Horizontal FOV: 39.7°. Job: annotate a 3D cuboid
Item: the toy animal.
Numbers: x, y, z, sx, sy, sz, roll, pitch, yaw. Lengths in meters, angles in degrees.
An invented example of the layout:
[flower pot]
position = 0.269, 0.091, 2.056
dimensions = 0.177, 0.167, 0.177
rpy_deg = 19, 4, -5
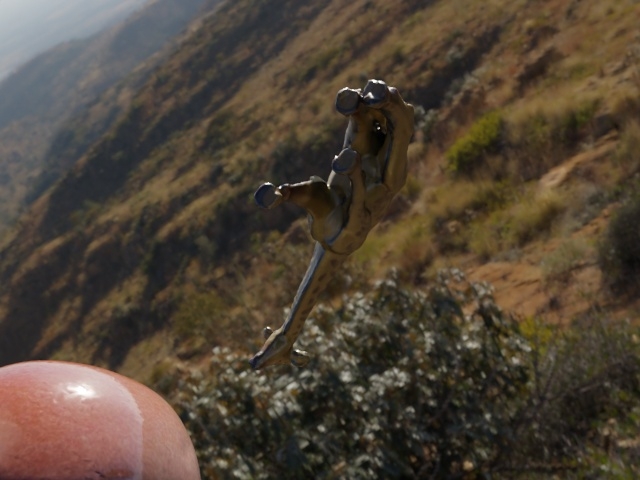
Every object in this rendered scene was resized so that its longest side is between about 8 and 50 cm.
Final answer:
[toy animal]
position = 0.006, -0.005, 0.658
dimensions = 0.054, 0.275, 0.149
rpy_deg = 36, 56, 16

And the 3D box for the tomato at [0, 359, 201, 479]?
[tomato]
position = -0.254, 0.278, 0.867
dimensions = 0.321, 0.322, 0.321
rpy_deg = -24, 24, 12
